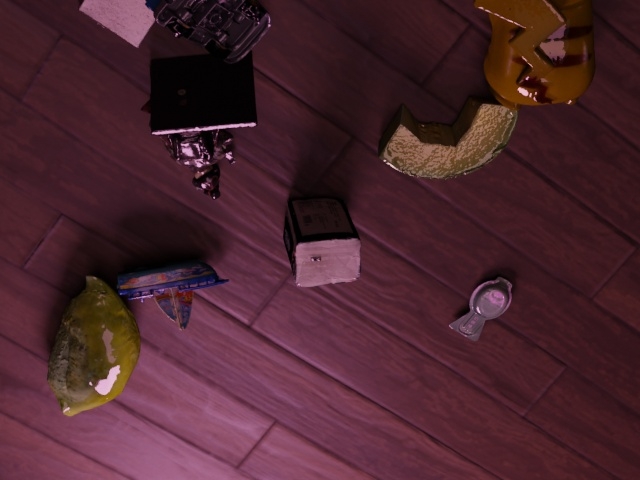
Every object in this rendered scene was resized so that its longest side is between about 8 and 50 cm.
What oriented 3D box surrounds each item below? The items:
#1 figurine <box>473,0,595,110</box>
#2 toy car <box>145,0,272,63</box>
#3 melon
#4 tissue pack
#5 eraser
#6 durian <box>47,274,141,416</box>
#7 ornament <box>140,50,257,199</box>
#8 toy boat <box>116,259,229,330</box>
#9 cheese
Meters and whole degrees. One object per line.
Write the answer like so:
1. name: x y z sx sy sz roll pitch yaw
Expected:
1. figurine: 0.303 -0.338 1.743 0.218 0.169 0.327 -10 116 -5
2. toy car: -0.164 -0.333 1.738 0.097 0.100 0.191 -46 144 16
3. melon: 0.191 -0.159 1.879 0.209 0.064 0.118 -2 116 -1
4. tissue pack: 0.000 0.000 1.875 0.103 0.170 0.090 -3 115 -6
5. eraser: -0.264 -0.363 1.763 0.104 0.023 0.150 32 109 -17
6. durian: -0.358 0.176 1.963 0.139 0.101 0.250 23 120 -10
7. ornament: -0.174 -0.155 1.844 0.166 0.153 0.196 -4 139 -2
8. toy boat: -0.228 0.087 1.942 0.175 0.091 0.110 -10 97 -6
9. cheese: 0.269 0.111 2.030 0.067 0.026 0.121 31 109 -17
